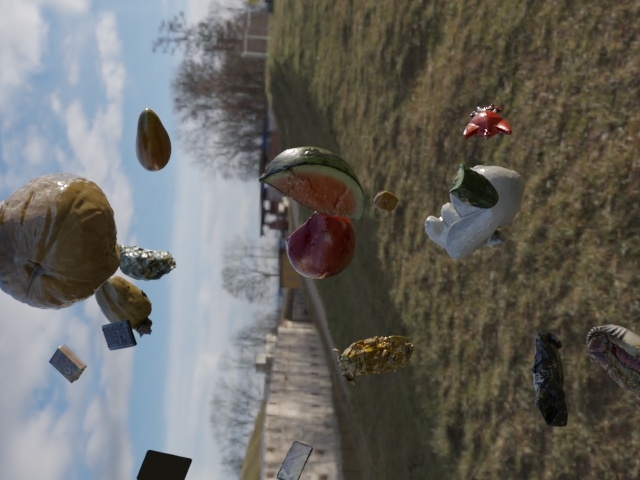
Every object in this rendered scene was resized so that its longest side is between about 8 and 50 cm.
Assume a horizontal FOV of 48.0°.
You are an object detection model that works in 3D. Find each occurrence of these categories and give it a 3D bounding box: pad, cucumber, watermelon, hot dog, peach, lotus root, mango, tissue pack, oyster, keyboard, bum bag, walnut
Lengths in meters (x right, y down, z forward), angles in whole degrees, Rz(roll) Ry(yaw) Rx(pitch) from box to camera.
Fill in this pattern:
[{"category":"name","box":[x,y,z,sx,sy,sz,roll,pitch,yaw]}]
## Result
[{"category":"pad","box":[-0.504,0.740,2.320,0.112,0.157,0.003,-68,25,2]},{"category":"cucumber","box":[0.311,-0.099,1.414,0.067,0.108,0.035,-67,21,-2]},{"category":"watermelon","box":[0.000,-0.112,1.395,0.119,0.245,0.063,-55,37,23]},{"category":"hot dog","box":[0.622,0.250,1.364,0.069,0.253,0.131,-33,-34,-33]},{"category":"peach","box":[0.000,0.000,1.876,0.190,0.190,0.192,-94,-5,-71]},{"category":"lotus root","box":[-0.673,0.218,2.468,0.256,0.154,0.140,55,164,-17]},{"category":"mango","box":[-0.396,-0.233,1.699,0.184,0.085,0.102,109,162,-59]},{"category":"tissue pack","box":[-0.632,0.309,1.796,0.063,0.083,0.035,-51,-4,30]},{"category":"oyster","box":[-0.493,0.056,1.999,0.125,0.177,0.064,-120,34,-51]},{"category":"keyboard","box":[-0.371,0.173,1.315,0.155,0.010,0.053,-19,89,56]},{"category":"bum bag","box":[0.538,0.318,1.694,0.069,0.102,0.248,-45,26,43]},{"category":"walnut","box":[-0.551,-0.001,1.496,0.313,0.252,0.277,-103,11,-66]}]

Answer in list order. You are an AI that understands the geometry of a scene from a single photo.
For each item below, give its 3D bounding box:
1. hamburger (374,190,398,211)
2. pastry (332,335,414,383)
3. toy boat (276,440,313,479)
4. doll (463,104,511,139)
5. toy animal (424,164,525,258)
[{"category":"hamburger","box":[0.227,-0.136,2.501,0.044,0.083,0.076,-104,36,-63]},{"category":"pastry","box":[0.158,0.360,2.205,0.154,0.250,0.102,-59,44,52]},{"category":"toy boat","box":[-0.069,0.603,1.947,0.115,0.063,0.016,-60,-32,-32]},{"category":"doll","box":[0.393,-0.284,1.701,0.169,0.109,0.057,-75,-22,-52]},{"category":"toy animal","box":[0.420,-0.092,1.836,0.272,0.206,0.265,-44,-10,-26]}]
